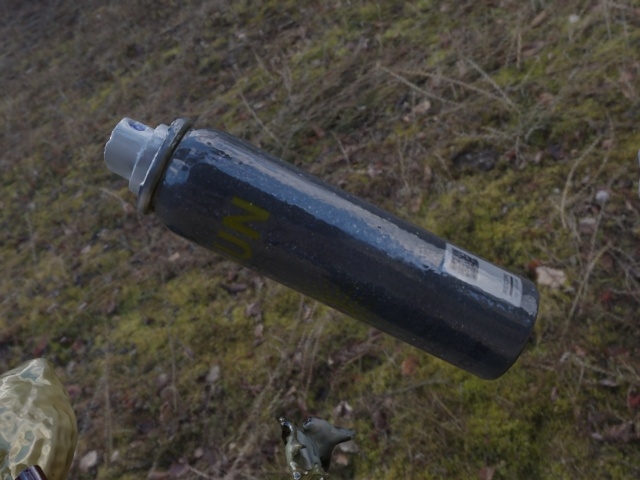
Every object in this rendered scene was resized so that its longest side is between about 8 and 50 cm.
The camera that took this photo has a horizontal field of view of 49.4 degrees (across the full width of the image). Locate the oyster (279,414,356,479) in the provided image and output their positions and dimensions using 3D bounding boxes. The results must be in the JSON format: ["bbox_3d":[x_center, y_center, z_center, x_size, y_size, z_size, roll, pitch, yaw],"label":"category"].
[{"bbox_3d":[0.038,0.192,0.347,0.083,0.223,0.214,-42,1,-1],"label":"oyster"}]

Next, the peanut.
[{"bbox_3d":[-0.358,0.272,0.769,0.140,0.153,0.325,15,41,-9],"label":"peanut"}]

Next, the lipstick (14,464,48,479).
[{"bbox_3d":[-0.227,0.286,0.637,0.027,0.027,0.176,-36,72,-11],"label":"lipstick"}]

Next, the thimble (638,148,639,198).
[{"bbox_3d":[0.217,-0.002,0.282,0.118,0.151,0.127,-25,43,42],"label":"thimble"}]

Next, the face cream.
[{"bbox_3d":[0.000,0.000,0.444,0.073,0.284,0.073,-63,5,10],"label":"face cream"}]
